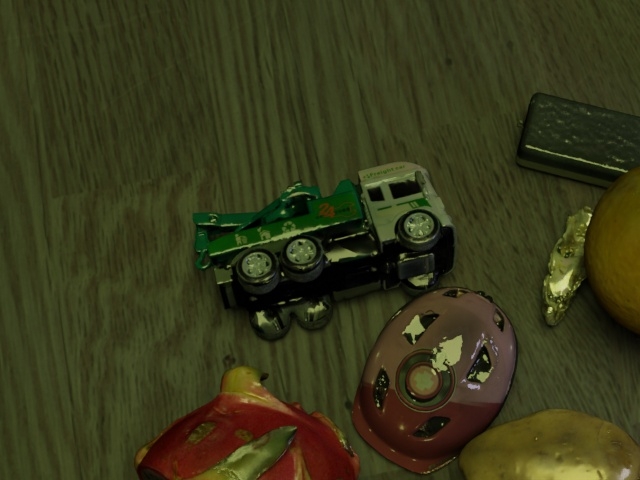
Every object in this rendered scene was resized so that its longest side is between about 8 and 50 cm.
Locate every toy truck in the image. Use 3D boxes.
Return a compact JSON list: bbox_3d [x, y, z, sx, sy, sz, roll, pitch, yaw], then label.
[{"bbox_3d":[0.004,0.006,1.893,0.364,0.176,0.178,-12,58,-1],"label":"toy truck"}]

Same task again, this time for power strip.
[{"bbox_3d":[0.413,-0.138,1.986,0.257,0.070,0.105,15,69,5],"label":"power strip"}]

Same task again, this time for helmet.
[{"bbox_3d":[0.161,0.175,1.836,0.198,0.154,0.253,33,69,12],"label":"helmet"}]

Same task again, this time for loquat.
[{"bbox_3d":[0.494,0.024,1.826,0.275,0.275,0.274,0,70,1],"label":"loquat"}]

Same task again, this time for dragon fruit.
[{"bbox_3d":[-0.066,0.300,1.728,0.305,0.305,0.226,38,68,14],"label":"dragon fruit"}]

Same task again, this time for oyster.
[{"bbox_3d":[0.365,0.031,1.943,0.200,0.061,0.106,-38,55,-14],"label":"oyster"}]

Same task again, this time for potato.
[{"bbox_3d":[0.310,0.308,1.799,0.235,0.128,0.161,-17,54,-4],"label":"potato"}]
